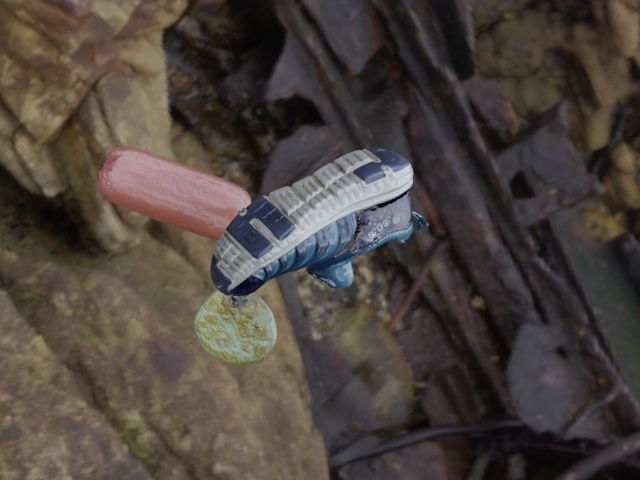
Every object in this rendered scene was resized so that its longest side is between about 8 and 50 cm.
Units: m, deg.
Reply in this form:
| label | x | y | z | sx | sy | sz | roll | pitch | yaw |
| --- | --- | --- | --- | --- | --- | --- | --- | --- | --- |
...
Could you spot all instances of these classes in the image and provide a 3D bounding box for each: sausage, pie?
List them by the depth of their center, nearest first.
| label | x | y | z | sx | sy | sz | roll | pitch | yaw |
| --- | --- | --- | --- | --- | --- | --- | --- | --- | --- |
| pie | -0.082 | 0.086 | 1.137 | 0.085 | 0.085 | 0.017 | 58 | 20 | -8 |
| sausage | -0.146 | -0.047 | 1.161 | 0.154 | 0.062 | 0.062 | 20 | 64 | -12 |

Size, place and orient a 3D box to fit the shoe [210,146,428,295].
| label | x | y | z | sx | sy | sz | roll | pitch | yaw |
| --- | --- | --- | --- | --- | --- | --- | --- | --- | --- |
| shoe | 0.000 | 0.000 | 1.045 | 0.207 | 0.091 | 0.106 | -26 | 118 | -12 |
